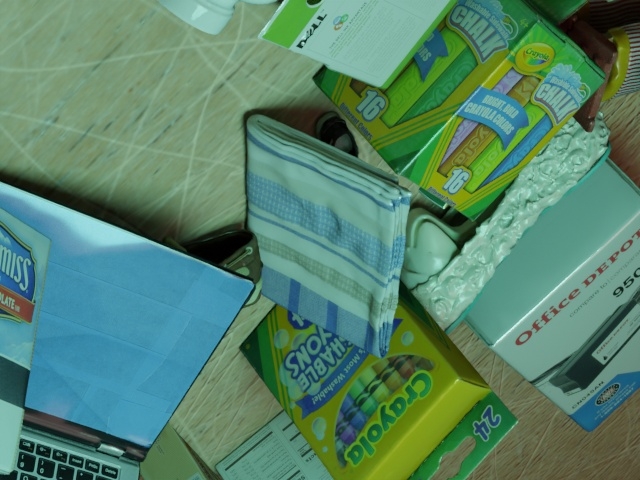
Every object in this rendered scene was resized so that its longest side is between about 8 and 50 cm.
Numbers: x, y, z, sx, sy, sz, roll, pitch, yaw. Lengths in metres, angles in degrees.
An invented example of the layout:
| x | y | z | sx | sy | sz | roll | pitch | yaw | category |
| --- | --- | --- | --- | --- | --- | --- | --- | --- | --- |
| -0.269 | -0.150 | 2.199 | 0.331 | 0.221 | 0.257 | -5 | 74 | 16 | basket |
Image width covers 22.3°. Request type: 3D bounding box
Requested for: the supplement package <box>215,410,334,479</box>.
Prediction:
| x | y | z | sx | sy | sz | roll | pitch | yaw | category |
| --- | --- | --- | --- | --- | --- | --- | --- | --- | --- |
| 0.017 | 0.345 | 2.260 | 0.204 | 0.145 | 0.262 | -39 | 145 | 0 | supplement package |

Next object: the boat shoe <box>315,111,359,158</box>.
| x | y | z | sx | sy | sz | roll | pitch | yaw | category |
| --- | --- | --- | --- | --- | --- | --- | --- | --- | --- |
| 0.025 | -0.096 | 1.881 | 0.046 | 0.038 | 0.125 | -29 | 143 | -15 | boat shoe |

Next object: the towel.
| x | y | z | sx | sy | sz | roll | pitch | yaw | category |
| --- | --- | --- | --- | --- | --- | --- | --- | --- | --- |
| 0.000 | 0.000 | 1.827 | 0.034 | 0.209 | 0.285 | -47 | 155 | -36 | towel |

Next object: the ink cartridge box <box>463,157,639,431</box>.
| x | y | z | sx | sy | sz | roll | pitch | yaw | category |
| --- | --- | --- | --- | --- | --- | --- | --- | --- | --- |
| 0.361 | 0.067 | 2.246 | 0.285 | 0.166 | 0.395 | -44 | 144 | 6 | ink cartridge box |

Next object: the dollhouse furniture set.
| x | y | z | sx | sy | sz | roll | pitch | yaw | category |
| --- | --- | --- | --- | --- | --- | --- | --- | --- | --- |
| 0.374 | -0.326 | 1.843 | 0.201 | 0.152 | 0.374 | -18 | 139 | -27 | dollhouse furniture set |

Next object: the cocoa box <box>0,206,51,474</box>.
| x | y | z | sx | sy | sz | roll | pitch | yaw | category |
| --- | --- | --- | --- | --- | --- | --- | --- | --- | --- |
| -0.410 | 0.053 | 1.366 | 0.347 | 0.231 | 0.228 | 46 | 50 | -68 | cocoa box |

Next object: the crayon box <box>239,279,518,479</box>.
| x | y | z | sx | sy | sz | roll | pitch | yaw | category |
| --- | --- | --- | --- | --- | --- | --- | --- | --- | --- |
| 0.063 | 0.170 | 1.957 | 0.203 | 0.323 | 0.083 | -50 | 143 | 14 | crayon box |

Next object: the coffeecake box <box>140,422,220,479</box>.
| x | y | z | sx | sy | sz | roll | pitch | yaw | category |
| --- | --- | --- | --- | --- | --- | --- | --- | --- | --- |
| -0.158 | 0.337 | 2.096 | 0.068 | 0.142 | 0.185 | -36 | 145 | -4 | coffeecake box |

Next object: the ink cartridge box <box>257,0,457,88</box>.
| x | y | z | sx | sy | sz | roll | pitch | yaw | category |
| --- | --- | --- | --- | --- | --- | --- | --- | --- | --- |
| 0.034 | -0.271 | 1.616 | 0.189 | 0.097 | 0.255 | -51 | 152 | 15 | ink cartridge box |

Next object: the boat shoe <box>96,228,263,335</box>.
| x | y | z | sx | sy | sz | roll | pitch | yaw | category |
| --- | --- | --- | --- | --- | --- | --- | --- | --- | --- |
| -0.177 | 0.038 | 1.816 | 0.257 | 0.095 | 0.095 | -15 | 124 | -39 | boat shoe |

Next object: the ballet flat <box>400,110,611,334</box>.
| x | y | z | sx | sy | sz | roll | pitch | yaw | category |
| --- | --- | --- | --- | --- | --- | --- | --- | --- | --- |
| 0.188 | -0.033 | 2.047 | 0.409 | 0.147 | 0.147 | -48 | 144 | 7 | ballet flat |

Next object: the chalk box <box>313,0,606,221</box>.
| x | y | z | sx | sy | sz | roll | pitch | yaw | category |
| --- | --- | --- | --- | --- | --- | --- | --- | --- | --- |
| 0.175 | -0.201 | 1.784 | 0.289 | 0.180 | 0.179 | -49 | 144 | 11 | chalk box |

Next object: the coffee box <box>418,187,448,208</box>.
| x | y | z | sx | sy | sz | roll | pitch | yaw | category |
| --- | --- | --- | --- | --- | --- | --- | --- | --- | --- |
| 0.187 | -0.121 | 1.932 | 0.184 | 0.040 | 0.113 | -54 | 176 | 5 | coffee box |

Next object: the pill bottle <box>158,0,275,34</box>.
| x | y | z | sx | sy | sz | roll | pitch | yaw | category |
| --- | --- | --- | --- | --- | --- | --- | --- | --- | --- |
| -0.053 | -0.318 | 1.479 | 0.146 | 0.146 | 0.264 | 19 | 115 | -50 | pill bottle |

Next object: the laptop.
| x | y | z | sx | sy | sz | roll | pitch | yaw | category |
| --- | --- | --- | --- | --- | --- | --- | --- | --- | --- |
| -0.304 | 0.197 | 1.647 | 0.382 | 0.408 | 0.236 | 22 | 147 | -27 | laptop |
